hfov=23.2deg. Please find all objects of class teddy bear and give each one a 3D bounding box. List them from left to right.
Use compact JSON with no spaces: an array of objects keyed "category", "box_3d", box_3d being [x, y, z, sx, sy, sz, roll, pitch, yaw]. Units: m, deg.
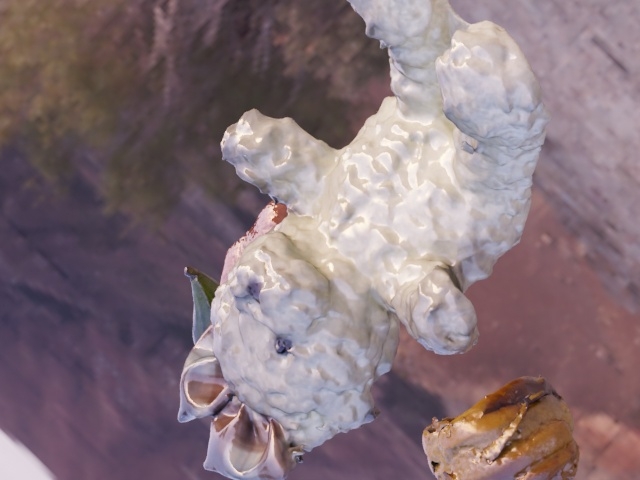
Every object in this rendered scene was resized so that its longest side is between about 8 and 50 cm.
[{"category":"teddy bear","box_3d":[0.000,0.000,1.320,0.327,0.362,0.375,52,169,32]}]

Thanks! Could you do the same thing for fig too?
[{"category":"fig","box_3d":[-0.128,0.103,2.089,0.117,0.117,0.177,33,150,51]}]

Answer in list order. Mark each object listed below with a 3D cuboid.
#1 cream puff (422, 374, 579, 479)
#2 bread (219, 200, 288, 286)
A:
[{"category":"cream puff","box_3d":[0.151,0.166,1.237,0.133,0.119,0.104,4,-127,-59]},{"category":"bread","box_3d":[-0.062,0.045,1.767,0.067,0.192,0.119,20,167,-30]}]
